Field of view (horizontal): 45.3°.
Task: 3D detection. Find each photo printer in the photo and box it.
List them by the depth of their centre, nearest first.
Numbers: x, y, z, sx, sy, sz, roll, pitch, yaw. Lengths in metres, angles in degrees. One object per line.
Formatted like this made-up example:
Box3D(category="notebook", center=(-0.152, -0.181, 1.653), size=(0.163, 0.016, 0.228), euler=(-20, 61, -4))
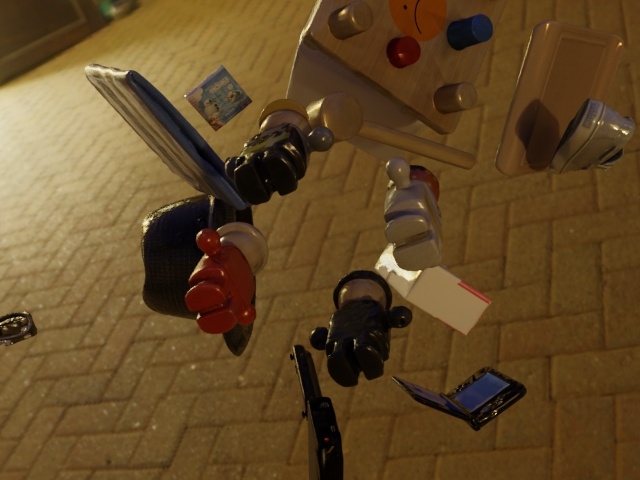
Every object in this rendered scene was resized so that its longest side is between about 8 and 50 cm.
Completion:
Box3D(category="photo printer", center=(0.072, -0.257, 1.286), size=(0.107, 0.256, 0.307), euler=(-59, 2, -12))

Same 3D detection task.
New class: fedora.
Box3D(category="fedora", center=(-0.187, 0.026, 1.169), size=(0.152, 0.334, 0.334), euler=(-2, 33, 0))

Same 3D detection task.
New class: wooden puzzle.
Box3D(category="wooden puzzle", center=(0.356, -0.210, 1.152), size=(0.238, 0.221, 0.044), euler=(-7, 27, -44))

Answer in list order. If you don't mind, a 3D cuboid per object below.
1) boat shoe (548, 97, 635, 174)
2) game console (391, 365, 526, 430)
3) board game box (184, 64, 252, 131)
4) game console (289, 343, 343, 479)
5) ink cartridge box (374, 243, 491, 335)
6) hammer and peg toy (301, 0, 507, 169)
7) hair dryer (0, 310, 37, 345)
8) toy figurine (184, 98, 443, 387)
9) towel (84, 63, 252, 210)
Box3D(category="boat shoe", center=(0.366, -0.124, 1.035), size=(0.081, 0.227, 0.079), euler=(26, 88, 10))
Box3D(category="game console", center=(0.152, 0.161, 0.860), size=(0.107, 0.071, 0.122), euler=(-35, 6, -5))
Box3D(category="board game box", center=(-0.186, -0.259, 1.405), size=(0.090, 0.090, 0.020), euler=(-39, 39, 4))
Box3D(category="game console", center=(-0.010, 0.312, 1.247), size=(0.043, 0.213, 0.361), euler=(-4, 26, -7))
Box3D(category="ink cartridge box", center=(0.218, 0.086, 1.533), size=(0.092, 0.158, 0.218), euler=(-56, 17, 6))
Box3D(category="hammer and peg toy", center=(0.108, -0.256, 1.009), size=(0.127, 0.266, 0.361), euler=(2, 68, 61))
Box3D(category="hair dryer", center=(-0.503, 0.112, 0.941), size=(0.293, 0.080, 0.223), euler=(-11, -5, -16))
Box3D(category="toy figurine", center=(0.000, 0.000, 0.695), size=(0.213, 0.210, 0.148), euler=(21, 26, -3))
Box3D(category="towel", center=(-0.190, -0.134, 0.937), size=(0.034, 0.209, 0.285), euler=(-46, 27, -9))
